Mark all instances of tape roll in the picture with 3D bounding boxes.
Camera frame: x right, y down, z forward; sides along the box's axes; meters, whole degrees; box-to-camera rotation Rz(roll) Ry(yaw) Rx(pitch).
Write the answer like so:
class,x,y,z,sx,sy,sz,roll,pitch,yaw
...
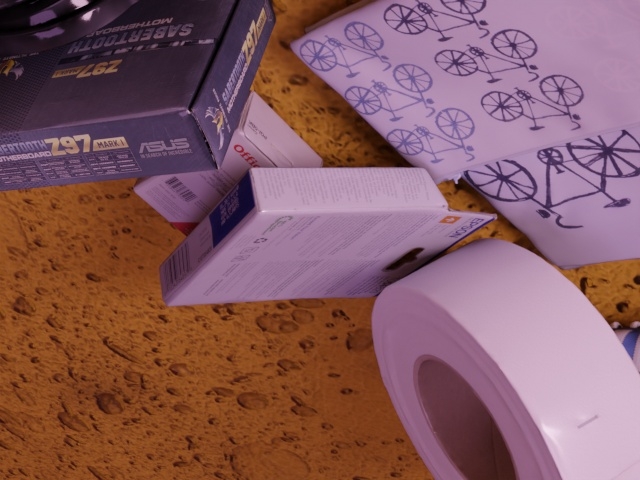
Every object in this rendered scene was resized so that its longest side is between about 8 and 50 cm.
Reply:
class,x,y,z,sx,sy,sz,roll,pitch,yaw
tape roll,0.163,0.144,0.895,0.100,0.286,0.286,-27,139,-19

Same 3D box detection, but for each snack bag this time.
class,x,y,z,sx,sy,sz,roll,pitch,yaw
snack bag,0.185,-0.078,0.744,0.342,0.037,0.323,39,153,-26

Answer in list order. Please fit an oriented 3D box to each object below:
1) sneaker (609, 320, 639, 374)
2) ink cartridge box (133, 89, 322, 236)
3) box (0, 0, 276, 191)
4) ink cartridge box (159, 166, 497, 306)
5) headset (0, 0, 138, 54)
class,x,y,z,sx,sy,sz,roll,pitch,yaw
sneaker,0.338,0.117,0.930,0.323,0.236,0.130,22,135,65
ink cartridge box,-0.080,-0.058,0.905,0.135,0.056,0.099,-24,127,34
box,-0.164,-0.121,0.769,0.232,0.183,0.059,-4,135,20
ink cartridge box,0.000,0.000,0.894,0.223,0.045,0.223,0,158,-29
headset,-0.244,-0.244,0.728,0.394,0.185,0.243,-36,122,23
